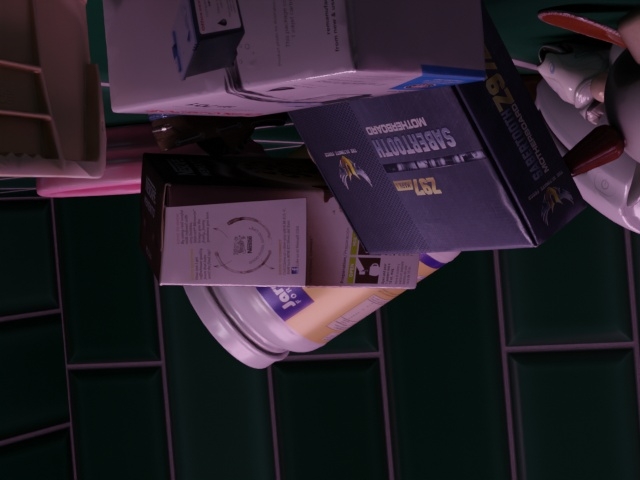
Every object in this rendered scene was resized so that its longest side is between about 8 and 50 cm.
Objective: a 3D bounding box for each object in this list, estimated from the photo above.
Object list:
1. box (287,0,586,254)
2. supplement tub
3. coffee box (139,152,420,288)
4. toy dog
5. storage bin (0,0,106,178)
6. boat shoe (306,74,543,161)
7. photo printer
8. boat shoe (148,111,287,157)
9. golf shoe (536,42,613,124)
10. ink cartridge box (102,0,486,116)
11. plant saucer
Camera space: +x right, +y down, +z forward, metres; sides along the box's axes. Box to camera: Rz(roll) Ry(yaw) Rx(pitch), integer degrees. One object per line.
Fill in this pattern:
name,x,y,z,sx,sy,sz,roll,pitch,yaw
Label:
box,0.070,-0.081,1.043,0.059,0.183,0.233,-37,-163,-25
supplement tub,0.000,0.000,1.866,0.331,0.241,0.241,-35,171,17
coffee box,-0.049,-0.024,1.597,0.297,0.118,0.168,1,-164,-17
toy dog,0.247,-0.101,1.079,0.161,0.220,0.334,-27,168,7
storage bin,-0.283,-0.081,0.735,0.262,0.123,0.260,-5,180,14
boat shoe,0.123,-0.122,1.607,0.341,0.121,0.110,-6,180,-28
photo printer,0.386,-0.100,1.467,0.308,0.107,0.256,0,-149,-16
boat shoe,-0.115,-0.129,1.598,0.183,0.066,0.066,-5,-179,-34
golf shoe,0.254,-0.170,1.345,0.086,0.069,0.176,33,-161,6
ink cartridge box,-0.017,-0.125,0.846,0.191,0.082,0.140,-6,179,39
plant saucer,-0.233,-0.114,1.958,0.332,0.084,0.332,-5,180,0
